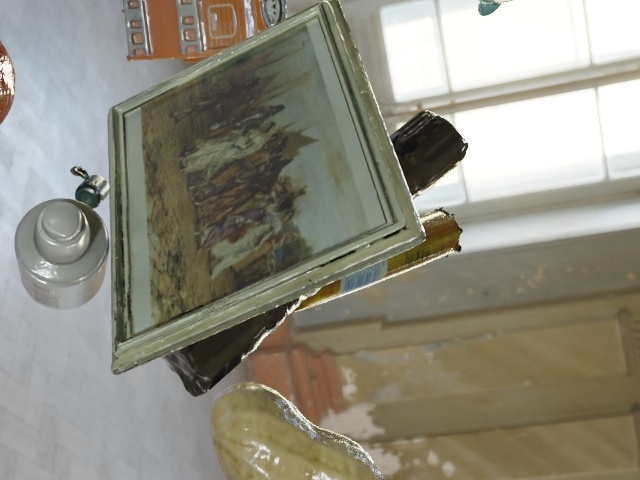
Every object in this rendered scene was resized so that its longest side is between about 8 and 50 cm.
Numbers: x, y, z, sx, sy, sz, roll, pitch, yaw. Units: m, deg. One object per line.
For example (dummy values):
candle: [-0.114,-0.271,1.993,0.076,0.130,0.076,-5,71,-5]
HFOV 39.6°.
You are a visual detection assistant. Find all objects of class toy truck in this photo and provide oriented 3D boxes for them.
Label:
toy truck: [-0.168,-0.418,1.127,0.207,0.174,0.387,-32,121,-60]

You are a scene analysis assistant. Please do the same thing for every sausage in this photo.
sausage: [0.064,0.030,1.251,0.372,0.082,0.082,-18,101,-42]

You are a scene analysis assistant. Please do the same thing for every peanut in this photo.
peanut: [-0.026,0.268,1.047,0.257,0.123,0.123,36,18,-2]

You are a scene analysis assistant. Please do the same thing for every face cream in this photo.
face cream: [-0.280,0.007,0.967,0.252,0.101,0.101,137,-51,-69]

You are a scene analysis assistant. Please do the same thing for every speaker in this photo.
speaker: [-0.496,-0.120,1.910,0.075,0.060,0.094,-79,156,-64]

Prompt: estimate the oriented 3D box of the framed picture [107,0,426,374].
framed picture: [-0.058,-0.055,0.615,0.017,0.217,0.274,56,12,-44]

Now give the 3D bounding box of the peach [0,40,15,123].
peach: [-0.681,-0.275,1.561,0.338,0.281,0.280,120,-35,-73]

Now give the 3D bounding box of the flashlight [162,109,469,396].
flashlight: [0.000,0.000,0.960,0.424,0.103,0.103,-39,133,-23]

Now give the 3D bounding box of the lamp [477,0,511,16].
lamp: [0.343,-0.550,1.620,0.147,0.209,0.284,45,-9,46]
